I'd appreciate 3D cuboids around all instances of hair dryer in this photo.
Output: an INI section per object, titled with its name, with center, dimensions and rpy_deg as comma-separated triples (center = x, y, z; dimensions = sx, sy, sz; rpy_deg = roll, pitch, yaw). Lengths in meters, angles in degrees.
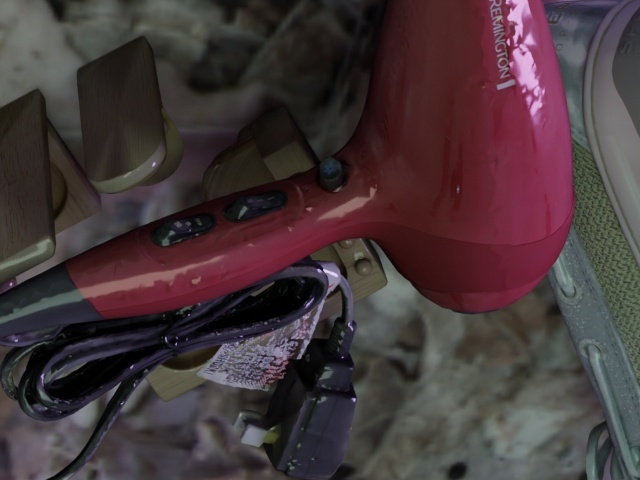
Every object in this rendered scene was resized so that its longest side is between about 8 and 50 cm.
[hair dryer]
center = 0.000, 0.000, 0.688
dimensions = 0.224, 0.080, 0.293
rpy_deg = 3, 128, -47

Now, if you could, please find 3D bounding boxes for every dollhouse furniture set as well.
[dollhouse furniture set]
center = -0.060, 0.016, 0.757
dimensions = 0.144, 0.123, 0.151
rpy_deg = -28, 121, 6

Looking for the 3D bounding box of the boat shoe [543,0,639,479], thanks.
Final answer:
[boat shoe]
center = 0.152, 0.032, 0.825
dimensions = 0.118, 0.103, 0.320
rpy_deg = -50, 132, -33
